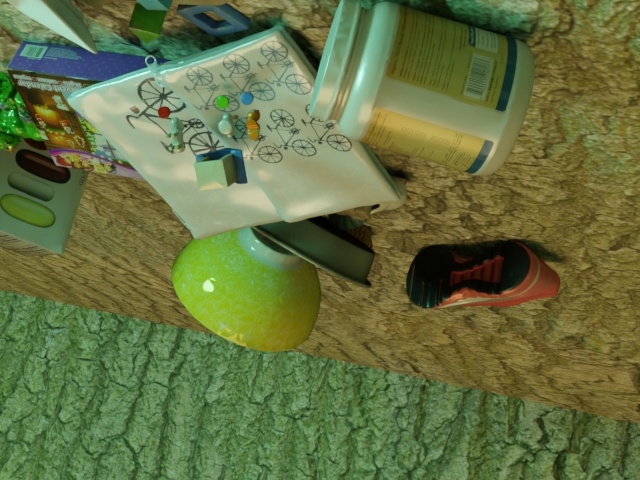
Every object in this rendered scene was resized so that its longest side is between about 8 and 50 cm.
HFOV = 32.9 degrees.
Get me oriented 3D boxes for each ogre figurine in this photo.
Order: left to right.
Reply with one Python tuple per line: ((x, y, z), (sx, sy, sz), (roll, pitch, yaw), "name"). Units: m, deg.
((-0.459, -0.194, 1.586), (0.197, 0.097, 0.118), (-3, 149, 27), "ogre figurine")

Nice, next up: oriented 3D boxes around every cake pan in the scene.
((-0.034, -0.021, 1.713), (0.293, 0.054, 0.293), (30, -175, -3), "cake pan")

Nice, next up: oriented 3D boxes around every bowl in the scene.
((-0.110, 0.046, 1.975), (0.289, 0.289, 0.156), (19, 122, -18), "bowl")

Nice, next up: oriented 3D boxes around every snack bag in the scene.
((-0.113, -0.118, 1.372), (0.342, 0.037, 0.323), (-10, 140, 29), "snack bag")

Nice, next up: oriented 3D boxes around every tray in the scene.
((-0.342, -0.297, 1.150), (0.145, 0.030, 0.270), (30, 173, 25), "tray")

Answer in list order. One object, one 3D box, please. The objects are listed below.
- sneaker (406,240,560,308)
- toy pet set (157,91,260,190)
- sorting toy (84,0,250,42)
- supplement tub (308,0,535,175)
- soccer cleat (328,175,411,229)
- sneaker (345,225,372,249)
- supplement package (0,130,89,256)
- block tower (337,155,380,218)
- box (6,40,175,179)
((0.278, 0.080, 1.879), (0.136, 0.116, 0.314), (23, 163, -35), "sneaker")
((-0.119, -0.121, 1.304), (0.122, 0.114, 0.065), (-5, -164, 18), "toy pet set")
((-0.216, -0.282, 1.113), (0.196, 0.047, 0.348), (5, 163, 31), "sorting toy")
((0.100, -0.157, 1.094), (0.200, 0.144, 0.144), (16, 165, -6), "supplement tub")
((0.057, -0.058, 1.643), (0.076, 0.068, 0.196), (-10, 174, -33), "soccer cleat")
((0.000, 0.000, 1.929), (0.185, 0.069, 0.084), (13, 160, 8), "sneaker")
((-0.520, -0.095, 1.811), (0.203, 0.194, 0.149), (24, 163, -36), "supplement package")
((-0.088, -0.108, 1.564), (0.335, 0.091, 0.097), (9, 165, 18), "block tower")
((-0.252, -0.163, 1.462), (0.293, 0.057, 0.201), (10, 147, 17), "box")
